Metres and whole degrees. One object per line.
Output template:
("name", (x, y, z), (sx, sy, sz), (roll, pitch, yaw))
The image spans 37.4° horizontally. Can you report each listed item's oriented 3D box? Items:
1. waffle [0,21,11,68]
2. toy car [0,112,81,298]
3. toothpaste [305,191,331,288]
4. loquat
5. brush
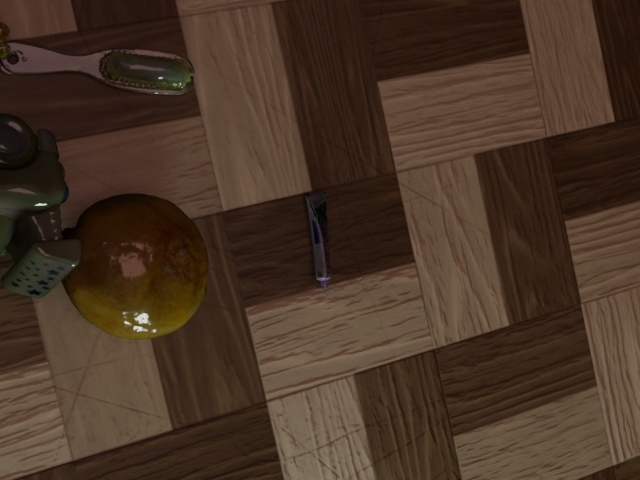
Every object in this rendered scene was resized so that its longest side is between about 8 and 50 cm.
("waffle", (-0.564, -0.301, 1.419), (0.191, 0.038, 0.191), (0, 88, -15))
("toy car", (-0.526, -0.027, 1.289), (0.336, 0.242, 0.226), (-7, 74, -38))
("toothpaste", (0.000, 0.000, 1.648), (0.045, 0.028, 0.170), (-4, 88, -32))
("loquat", (-0.280, 0.038, 1.450), (0.238, 0.193, 0.238), (-4, 99, -23))
("brush", (-0.351, -0.281, 1.497), (0.313, 0.067, 0.072), (4, 89, -19))
